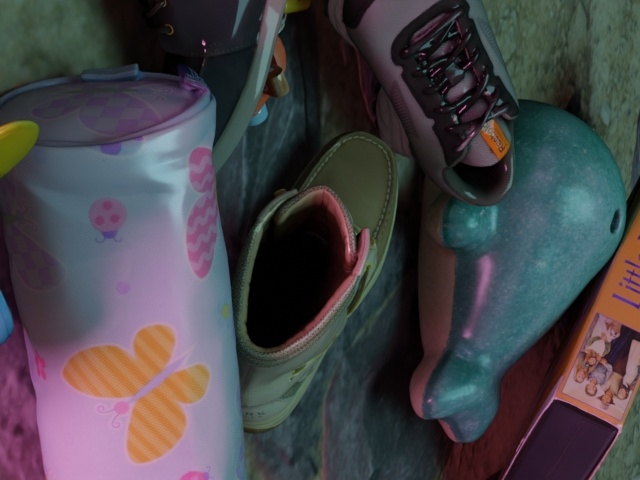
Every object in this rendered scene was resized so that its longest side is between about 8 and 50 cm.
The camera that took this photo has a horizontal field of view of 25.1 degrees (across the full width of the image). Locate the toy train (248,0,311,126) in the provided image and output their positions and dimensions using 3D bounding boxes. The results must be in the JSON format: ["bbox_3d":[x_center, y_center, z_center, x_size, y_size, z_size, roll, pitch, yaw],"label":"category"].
[{"bbox_3d":[-0.035,-0.155,0.844,0.125,0.046,0.166,-55,141,-38],"label":"toy train"}]

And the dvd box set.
[{"bbox_3d":[0.263,0.062,1.282,0.420,0.062,0.308,-59,170,-33],"label":"dvd box set"}]

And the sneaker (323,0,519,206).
[{"bbox_3d":[0.082,-0.114,0.934,0.100,0.108,0.271,-37,151,-4],"label":"sneaker"}]

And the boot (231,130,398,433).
[{"bbox_3d":[0.000,0.000,0.854,0.165,0.077,0.213,106,10,-67],"label":"boot"}]

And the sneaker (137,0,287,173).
[{"bbox_3d":[-0.083,-0.135,0.757,0.118,0.083,0.222,13,106,-26],"label":"sneaker"}]

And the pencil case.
[{"bbox_3d":[-0.098,0.050,0.728,0.113,0.124,0.273,-10,112,-12],"label":"pencil case"}]

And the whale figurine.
[{"bbox_3d":[0.153,0.023,1.119,0.216,0.141,0.272,44,59,-55],"label":"whale figurine"}]

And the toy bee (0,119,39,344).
[{"bbox_3d":[-0.193,0.042,0.560,0.195,0.162,0.298,-12,96,-26],"label":"toy bee"}]
